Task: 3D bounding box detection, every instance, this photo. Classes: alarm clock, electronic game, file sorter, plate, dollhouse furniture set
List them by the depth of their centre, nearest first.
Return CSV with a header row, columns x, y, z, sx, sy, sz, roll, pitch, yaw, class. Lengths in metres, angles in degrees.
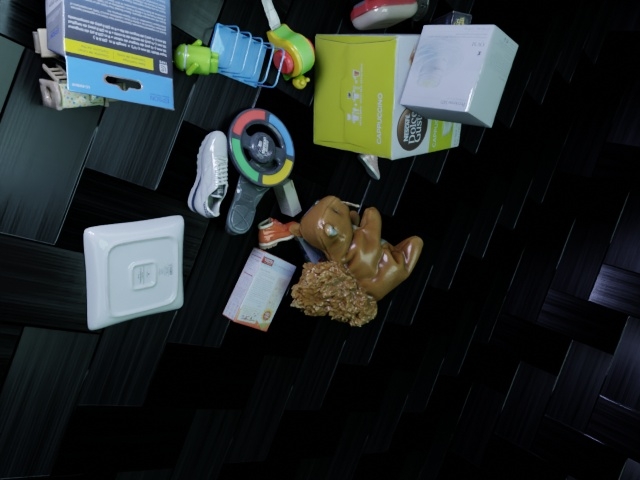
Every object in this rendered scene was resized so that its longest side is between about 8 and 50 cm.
x,y,z,sx,sy,sz,roll,pitch,yaw,class
-0.507,-0.377,1.263,0.181,0.101,0.161,-18,118,-40,dollhouse furniture set
-0.474,0.086,1.523,0.277,0.045,0.278,-12,113,-43,plate
-0.195,-0.484,1.533,0.170,0.104,0.118,9,100,-47,file sorter
-0.165,-0.263,1.642,0.229,0.048,0.230,9,77,-41,electronic game
0.320,-0.827,1.950,0.129,0.064,0.192,16,91,-47,alarm clock

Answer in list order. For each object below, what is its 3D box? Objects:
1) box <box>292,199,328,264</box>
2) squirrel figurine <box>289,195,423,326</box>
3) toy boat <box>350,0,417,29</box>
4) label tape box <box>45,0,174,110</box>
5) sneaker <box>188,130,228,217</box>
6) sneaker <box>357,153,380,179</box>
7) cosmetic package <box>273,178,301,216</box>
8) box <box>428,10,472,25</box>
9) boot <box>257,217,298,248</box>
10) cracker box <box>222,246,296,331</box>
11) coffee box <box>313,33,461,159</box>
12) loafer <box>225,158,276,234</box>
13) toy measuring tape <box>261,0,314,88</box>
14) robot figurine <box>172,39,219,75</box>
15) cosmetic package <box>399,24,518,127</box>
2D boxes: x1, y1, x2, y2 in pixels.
x,y,z,sx,sy,sz,roll,pitch,yaw,class
0.000,0.000,1.964,0.159,0.044,0.233,-48,133,-21,box
0.068,0.063,1.819,0.370,0.281,0.397,36,73,-42,squirrel figurine
0.193,-0.751,1.803,0.231,0.151,0.151,-22,101,-39,toy boat
-0.443,-0.448,1.226,0.240,0.105,0.334,0,86,-45,label tape box
-0.284,-0.178,1.572,0.090,0.094,0.235,5,99,-44,sneaker
0.187,-0.276,2.036,0.070,0.051,0.134,-51,130,-11,sneaker
-0.104,-0.136,1.795,0.041,0.060,0.115,-39,131,-30,cosmetic package
0.408,-0.607,1.975,0.073,0.293,0.296,8,104,-8,box
-0.129,-0.040,1.812,0.157,0.059,0.085,-26,118,-35,boot
-0.190,0.155,1.819,0.155,0.067,0.232,30,85,-49,cracker box
0.208,-0.455,1.776,0.334,0.338,0.338,-17,116,-40,coffee box
-0.213,-0.137,1.681,0.096,0.084,0.268,30,67,-21,loafer
-0.090,-0.571,1.597,0.121,0.121,0.330,-40,130,-27,toy measuring tape
-0.312,-0.450,1.438,0.115,0.101,0.067,6,147,-13,robot figurine
0.361,-0.435,1.527,0.138,0.224,0.225,11,97,-45,cosmetic package
